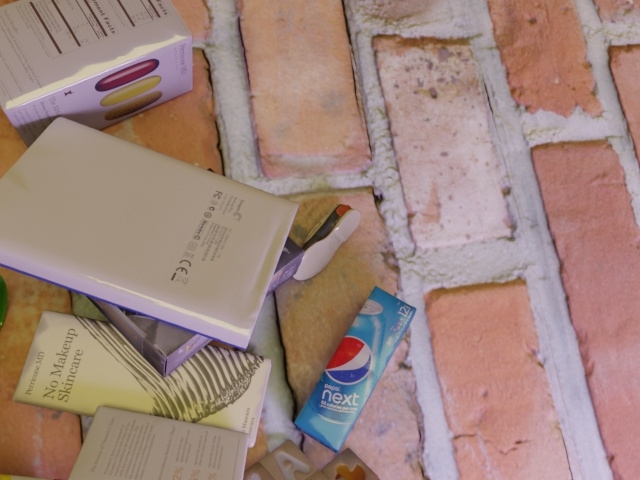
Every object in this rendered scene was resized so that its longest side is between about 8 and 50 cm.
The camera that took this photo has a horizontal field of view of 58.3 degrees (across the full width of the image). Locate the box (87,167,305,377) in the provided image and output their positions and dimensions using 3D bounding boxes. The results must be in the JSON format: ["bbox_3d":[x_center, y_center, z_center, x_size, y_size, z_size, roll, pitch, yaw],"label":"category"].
[{"bbox_3d":[-0.162,0.027,0.710,0.183,0.056,0.231,41,51,16],"label":"box"}]

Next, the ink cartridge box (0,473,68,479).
[{"bbox_3d":[-0.336,0.312,0.575,0.230,0.078,0.134,22,43,-34],"label":"ink cartridge box"}]

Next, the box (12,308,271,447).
[{"bbox_3d":[-0.206,0.171,0.699,0.274,0.094,0.113,13,72,-10],"label":"box"}]

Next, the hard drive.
[{"bbox_3d":[-0.203,-0.018,0.666,0.318,0.040,0.210,20,49,-3],"label":"hard drive"}]

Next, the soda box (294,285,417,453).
[{"bbox_3d":[0.048,0.170,0.763,0.067,0.071,0.210,28,70,12],"label":"soda box"}]

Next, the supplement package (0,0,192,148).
[{"bbox_3d":[-0.308,-0.240,0.760,0.244,0.139,0.134,-30,82,-18],"label":"supplement package"}]

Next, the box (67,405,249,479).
[{"bbox_3d":[-0.173,0.267,0.603,0.170,0.091,0.130,13,35,-7],"label":"box"}]

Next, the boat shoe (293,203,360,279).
[{"bbox_3d":[0.000,0.000,0.820,0.043,0.049,0.137,27,68,41],"label":"boat shoe"}]

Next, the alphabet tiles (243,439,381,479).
[{"bbox_3d":[0.019,0.380,0.622,0.342,0.011,0.285,38,40,28],"label":"alphabet tiles"}]

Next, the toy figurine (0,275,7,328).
[{"bbox_3d":[-0.471,0.081,0.632,0.159,0.173,0.130,16,101,-2],"label":"toy figurine"}]
